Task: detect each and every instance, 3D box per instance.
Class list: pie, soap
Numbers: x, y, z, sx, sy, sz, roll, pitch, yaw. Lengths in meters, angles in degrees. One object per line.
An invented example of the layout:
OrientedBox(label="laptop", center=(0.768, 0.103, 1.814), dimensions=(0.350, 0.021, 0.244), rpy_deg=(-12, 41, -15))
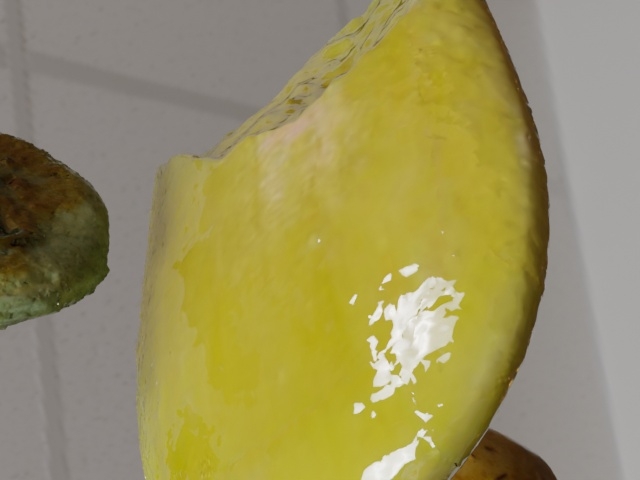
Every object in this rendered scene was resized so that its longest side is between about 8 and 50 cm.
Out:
OrientedBox(label="pie", center=(-0.209, -0.011, 0.894), dimensions=(0.187, 0.041, 0.187), rpy_deg=(12, -149, -7))
OrientedBox(label="soap", center=(-0.002, -0.002, 0.891), dimensions=(0.115, 0.306, 0.427), rpy_deg=(37, -152, -32))

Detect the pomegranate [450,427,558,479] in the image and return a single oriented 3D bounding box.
OrientedBox(label="pomegranate", center=(0.089, 0.272, 1.281), dimensions=(0.260, 0.260, 0.260), rpy_deg=(23, -122, -44))
